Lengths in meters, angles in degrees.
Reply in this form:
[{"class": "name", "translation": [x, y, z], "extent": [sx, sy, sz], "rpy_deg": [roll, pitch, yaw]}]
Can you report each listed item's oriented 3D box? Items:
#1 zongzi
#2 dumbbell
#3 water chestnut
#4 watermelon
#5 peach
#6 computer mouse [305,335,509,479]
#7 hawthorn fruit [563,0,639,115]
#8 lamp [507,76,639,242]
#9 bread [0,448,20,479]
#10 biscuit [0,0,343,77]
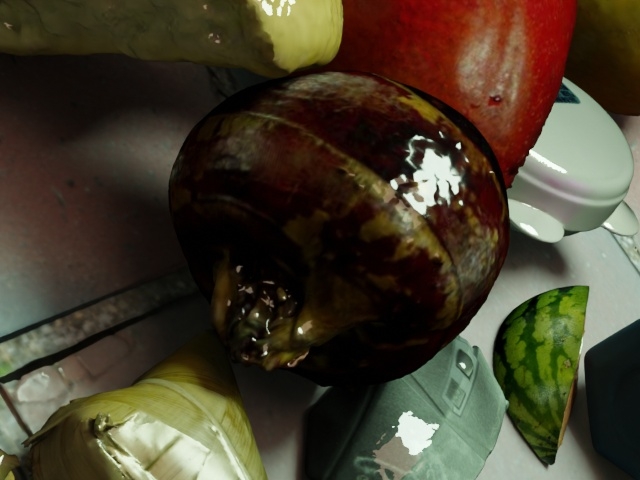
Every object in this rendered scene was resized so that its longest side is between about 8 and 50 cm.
[{"class": "zongzi", "translation": [-0.060, 0.151, 0.890], "extent": [0.194, 0.099, 0.197], "rpy_deg": [53, 30, 1]}, {"class": "dumbbell", "translation": [0.356, 0.098, 1.229], "extent": [0.324, 0.160, 0.144], "rpy_deg": [-20, 74, -46]}, {"class": "water chestnut", "translation": [0.000, 0.000, 0.950], "extent": [0.223, 0.223, 0.238], "rpy_deg": [40, 57, -9]}, {"class": "watermelon", "translation": [0.173, 0.086, 1.172], "extent": [0.068, 0.087, 0.163], "rpy_deg": [9, 40, 12]}, {"class": "peach", "translation": [0.047, -0.190, 1.101], "extent": [0.201, 0.257, 0.362], "rpy_deg": [22, 60, -49]}, {"class": "computer mouse", "translation": [0.073, 0.124, 1.032], "extent": [0.126, 0.071, 0.231], "rpy_deg": [45, 41, -4]}, {"class": "hawthorn fruit", "translation": [0.293, -0.244, 1.369], "extent": [0.301, 0.267, 0.268], "rpy_deg": [50, 41, -4]}, {"class": "lamp", "translation": [0.158, -0.092, 1.240], "extent": [0.179, 0.108, 0.246], "rpy_deg": [-1, 52, -46]}, {"class": "bread", "translation": [-0.269, 0.162, 0.651], "extent": [0.262, 0.163, 0.204], "rpy_deg": [12, 51, -6]}, {"class": "biscuit", "translation": [-0.114, -0.161, 0.974], "extent": [0.213, 0.274, 0.091], "rpy_deg": [-34, 126, -71]}]
